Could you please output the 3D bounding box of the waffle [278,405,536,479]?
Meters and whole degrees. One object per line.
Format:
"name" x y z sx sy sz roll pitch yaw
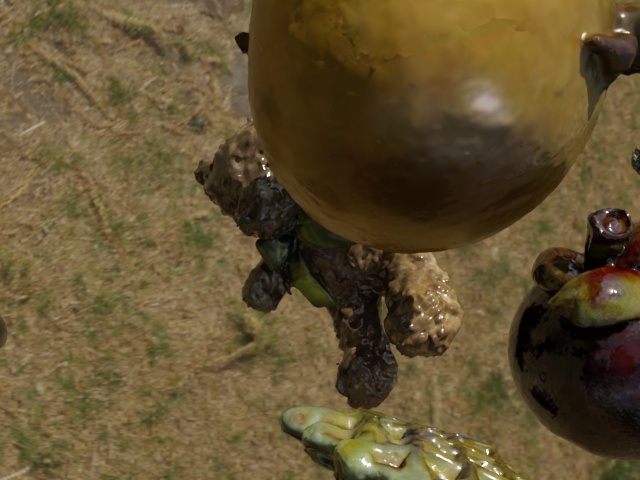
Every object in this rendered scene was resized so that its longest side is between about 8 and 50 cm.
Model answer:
"waffle" 0.093 0.166 0.674 0.223 0.204 0.054 22 92 -42

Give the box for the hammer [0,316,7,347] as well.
"hammer" -0.407 0.112 1.166 0.037 0.290 0.137 15 77 -10

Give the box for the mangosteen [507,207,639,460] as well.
"mangosteen" 0.290 0.082 0.935 0.228 0.228 0.265 -42 124 -33

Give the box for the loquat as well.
"loquat" 0.106 -0.157 0.775 0.328 0.359 0.328 -2 90 -76

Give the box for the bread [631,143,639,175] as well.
"bread" 0.358 -0.060 0.932 0.082 0.060 0.113 5 39 -45

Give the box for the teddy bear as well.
"teddy bear" 0.000 0.007 1.043 0.222 0.246 0.296 17 43 -31
